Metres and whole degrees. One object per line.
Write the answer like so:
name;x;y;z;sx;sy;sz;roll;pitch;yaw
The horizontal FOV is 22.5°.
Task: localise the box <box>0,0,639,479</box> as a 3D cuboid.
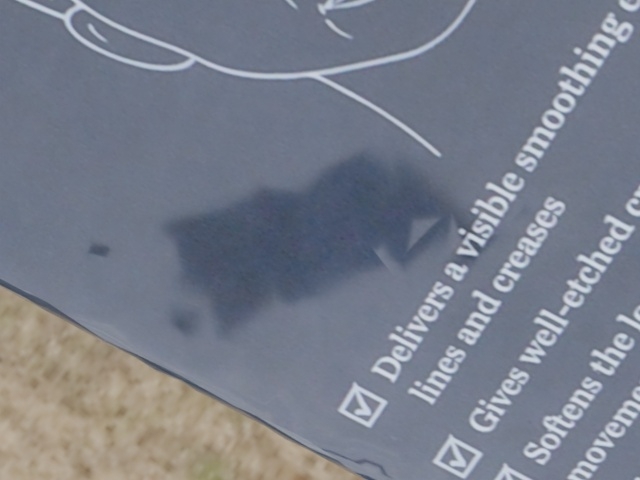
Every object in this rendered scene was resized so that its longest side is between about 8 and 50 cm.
box;0.018;-0.123;0.484;0.395;0.212;0.293;29;117;-4
